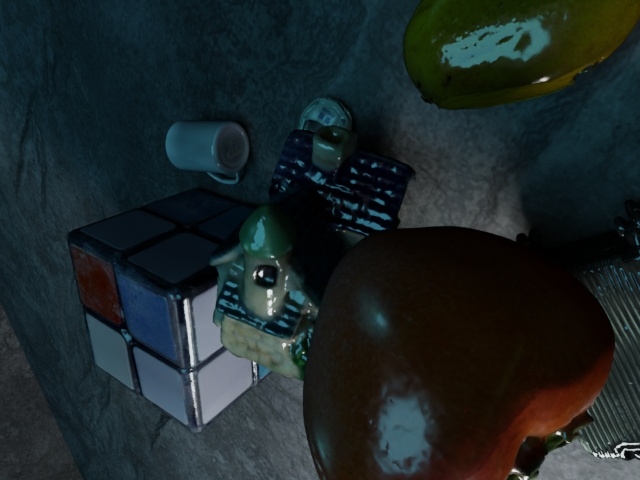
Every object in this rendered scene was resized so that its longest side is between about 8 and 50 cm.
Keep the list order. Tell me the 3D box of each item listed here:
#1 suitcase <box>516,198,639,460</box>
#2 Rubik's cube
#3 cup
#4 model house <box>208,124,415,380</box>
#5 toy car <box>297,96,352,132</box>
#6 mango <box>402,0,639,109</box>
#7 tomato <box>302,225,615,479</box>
[{"bbox_3d":[0.379,0.117,0.627,0.202,0.128,0.312,-24,93,44],"label":"suitcase"},{"bbox_3d":[-0.243,0.108,0.975,0.313,0.318,0.316,20,122,30],"label":"Rubik's cube"},{"bbox_3d":[-0.205,-0.175,0.968,0.133,0.136,0.099,9,83,33],"label":"cup"},{"bbox_3d":[-0.002,-0.001,0.707,0.243,0.298,0.284,18,131,16],"label":"model house"},{"bbox_3d":[-0.014,-0.144,0.849,0.095,0.056,0.205,40,131,16],"label":"toy car"},{"bbox_3d":[0.221,-0.240,0.576,0.262,0.130,0.167,1,107,31],"label":"mango"},{"bbox_3d":[0.123,0.141,0.540,0.273,0.341,0.341,44,134,35],"label":"tomato"}]
